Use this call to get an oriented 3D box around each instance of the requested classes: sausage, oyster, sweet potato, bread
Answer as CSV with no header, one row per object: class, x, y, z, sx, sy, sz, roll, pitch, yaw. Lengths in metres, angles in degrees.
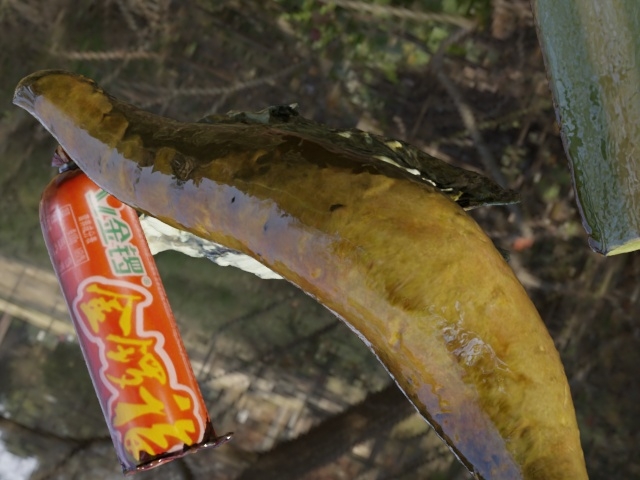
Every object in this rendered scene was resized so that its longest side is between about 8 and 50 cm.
sausage,-0.083,0.024,0.520,0.050,0.145,0.048,-26,167,27
oyster,-0.003,-0.029,0.959,0.351,0.158,0.162,-3,179,-31
sweet potato,-0.001,-0.003,0.397,0.249,0.069,0.059,35,-154,17
bread,0.130,-0.071,0.434,0.084,0.139,0.074,-9,170,-27
